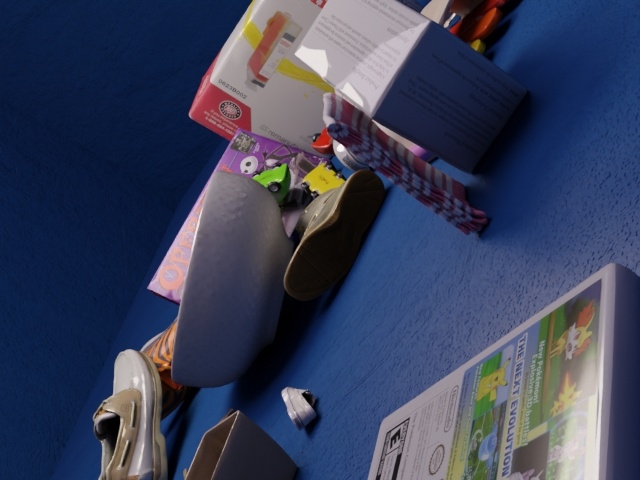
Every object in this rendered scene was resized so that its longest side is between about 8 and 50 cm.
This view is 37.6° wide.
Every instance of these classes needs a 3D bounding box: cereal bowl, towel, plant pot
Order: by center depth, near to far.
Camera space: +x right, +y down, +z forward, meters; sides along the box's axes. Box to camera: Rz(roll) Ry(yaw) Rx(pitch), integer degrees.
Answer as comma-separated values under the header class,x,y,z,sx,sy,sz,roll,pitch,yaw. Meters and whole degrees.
class,x,y,z,sx,sy,sz,roll,pitch,yaw
towel,0.084,-0.088,0.994,0.029,0.197,0.144,-52,15,15
plant pot,-0.092,0.275,1.071,0.109,0.096,0.109,-41,23,52
cereal bowl,-0.124,0.068,1.439,0.339,0.141,0.339,-168,90,-89

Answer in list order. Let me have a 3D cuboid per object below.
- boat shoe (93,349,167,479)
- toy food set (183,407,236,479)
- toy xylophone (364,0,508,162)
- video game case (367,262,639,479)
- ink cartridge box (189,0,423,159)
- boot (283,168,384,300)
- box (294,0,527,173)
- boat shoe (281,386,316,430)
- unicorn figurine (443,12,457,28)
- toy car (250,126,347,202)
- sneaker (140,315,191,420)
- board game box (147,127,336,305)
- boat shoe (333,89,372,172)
class,x,y,z,sx,sy,sz,roll,pitch,yaw
boat shoe,-0.340,0.311,1.648,0.113,0.103,0.302,-59,34,33
toy food set,-0.159,0.313,1.410,0.122,0.019,0.078,-52,13,-2
toy xylophone,0.154,-0.242,1.322,0.322,0.081,0.236,-63,14,-16
video game case,0.102,0.209,0.644,0.300,0.036,0.329,-46,18,45
ink cartridge box,-0.030,-0.336,1.762,0.384,0.279,0.160,-50,17,34
boot,0.000,0.000,1.377,0.213,0.077,0.165,-58,13,-16
box,0.100,-0.190,1.069,0.119,0.182,0.181,-56,42,12
boat shoe,-0.022,0.197,1.138,0.035,0.035,0.100,-32,10,-2
unicorn figurine,0.222,-0.412,1.519,0.111,0.060,0.162,-50,32,32
toy car,-0.035,-0.111,1.619,0.225,0.053,0.239,-19,37,24
sneaker,-0.258,0.217,1.739,0.321,0.125,0.180,-59,12,3
board game box,-0.139,-0.021,1.686,0.347,0.208,0.056,-63,-29,-13
boat shoe,0.077,-0.223,1.542,0.088,0.096,0.267,-44,21,36
